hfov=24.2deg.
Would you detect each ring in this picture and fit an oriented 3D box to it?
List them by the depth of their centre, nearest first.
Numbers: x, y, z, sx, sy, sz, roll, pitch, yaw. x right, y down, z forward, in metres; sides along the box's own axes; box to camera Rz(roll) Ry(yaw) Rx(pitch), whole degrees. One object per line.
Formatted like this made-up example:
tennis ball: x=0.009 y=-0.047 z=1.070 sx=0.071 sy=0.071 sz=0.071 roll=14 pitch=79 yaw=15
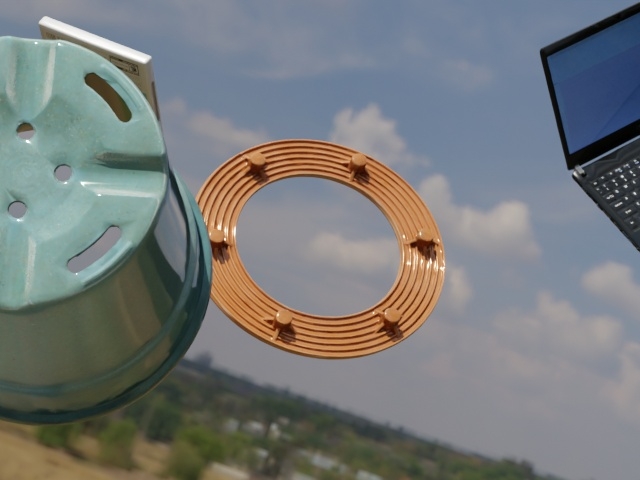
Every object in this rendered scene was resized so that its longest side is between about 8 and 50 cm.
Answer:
ring: x=0.000 y=0.000 z=1.906 sx=0.336 sy=0.336 sz=0.032 roll=20 pitch=-37 yaw=-2

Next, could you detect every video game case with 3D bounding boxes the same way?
video game case: x=-0.268 y=-0.196 z=1.840 sx=0.157 sy=0.019 sz=0.143 roll=22 pitch=-35 yaw=19

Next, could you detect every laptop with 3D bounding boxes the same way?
laptop: x=0.413 y=-0.136 z=1.733 sx=0.264 sy=0.234 sz=0.136 roll=53 pitch=-23 yaw=27

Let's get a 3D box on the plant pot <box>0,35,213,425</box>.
plant pot: x=-0.271 y=-0.019 z=1.440 sx=0.341 sy=0.341 sz=0.334 roll=20 pitch=-18 yaw=1
